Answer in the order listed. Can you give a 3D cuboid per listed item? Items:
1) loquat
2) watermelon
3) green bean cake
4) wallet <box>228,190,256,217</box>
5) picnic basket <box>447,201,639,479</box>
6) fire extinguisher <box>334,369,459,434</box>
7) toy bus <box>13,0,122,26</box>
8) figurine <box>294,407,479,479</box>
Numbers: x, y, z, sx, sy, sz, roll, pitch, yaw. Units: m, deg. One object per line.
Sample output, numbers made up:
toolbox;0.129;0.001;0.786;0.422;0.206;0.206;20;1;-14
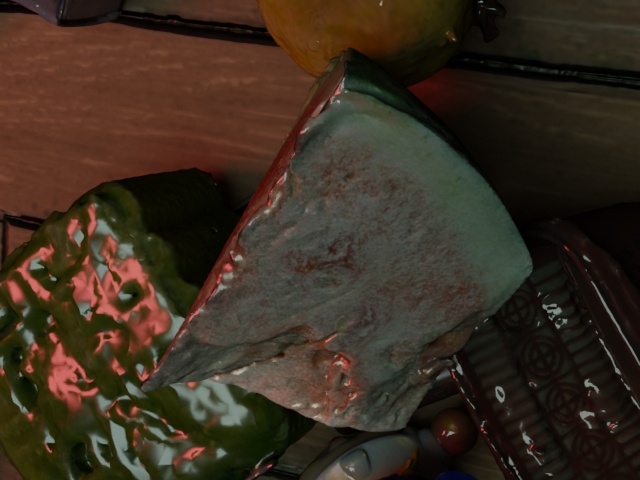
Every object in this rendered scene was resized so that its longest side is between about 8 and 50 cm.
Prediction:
loquat;0.029;-0.193;0.793;0.204;0.149;0.172;24;118;25
watermelon;0.000;0.000;0.736;0.193;0.310;0.231;15;76;-24
green bean cake;-0.145;0.098;0.903;0.250;0.156;0.247;-37;84;27
wallet;-0.044;0.034;0.948;0.255;0.031;0.137;-33;92;24
picnic basket;0.215;0.111;0.791;0.296;0.129;0.222;62;150;2
fire extinguisher;0.079;0.111;0.919;0.158;0.043;0.064;-25;54;23
toy bus;-0.177;-0.326;0.853;0.138;0.112;0.317;27;111;15
figurine;0.060;0.201;0.855;0.133;0.194;0.274;59;145;1
